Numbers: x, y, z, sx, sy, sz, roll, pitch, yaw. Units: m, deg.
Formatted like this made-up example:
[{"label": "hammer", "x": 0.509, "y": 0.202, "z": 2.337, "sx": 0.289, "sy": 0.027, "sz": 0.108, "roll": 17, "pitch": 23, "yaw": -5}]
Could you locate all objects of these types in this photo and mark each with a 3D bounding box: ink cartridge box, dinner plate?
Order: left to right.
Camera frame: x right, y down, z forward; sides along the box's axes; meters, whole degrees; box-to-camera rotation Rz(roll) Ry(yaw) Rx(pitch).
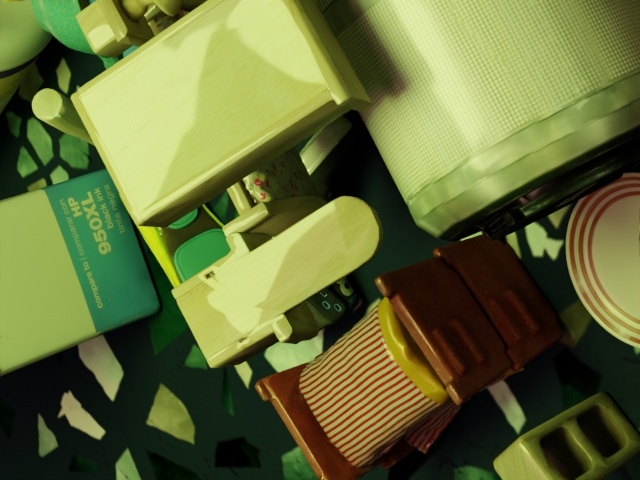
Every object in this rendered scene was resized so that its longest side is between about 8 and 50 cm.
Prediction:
[{"label": "ink cartridge box", "x": -0.408, "y": 0.075, "z": 1.594, "sx": 0.285, "sy": 0.395, "sz": 0.166, "roll": -14, "pitch": 96, "yaw": 45}, {"label": "dinner plate", "x": 0.248, "y": 0.015, "z": 1.215, "sx": 0.141, "sy": 0.017, "sz": 0.141, "roll": 17, "pitch": 116, "yaw": 39}]

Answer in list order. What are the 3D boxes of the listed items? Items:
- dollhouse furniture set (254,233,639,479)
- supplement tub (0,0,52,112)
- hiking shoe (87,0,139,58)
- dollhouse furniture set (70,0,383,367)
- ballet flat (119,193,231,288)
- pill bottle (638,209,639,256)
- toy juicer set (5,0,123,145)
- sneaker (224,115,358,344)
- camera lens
[{"label": "dollhouse furniture set", "x": 0.143, "y": 0.201, "z": 1.288, "sx": 0.374, "sy": 0.152, "sz": 0.201, "roll": 55, "pitch": 134, "yaw": 13}, {"label": "supplement tub", "x": -0.428, "y": -0.191, "z": 1.622, "sx": 0.241, "sy": 0.241, "sz": 0.331, "roll": 57, "pitch": 135, "yaw": 11}, {"label": "hiking shoe", "x": -0.147, "y": -0.213, "z": 1.403, "sx": 0.132, "sy": 0.113, "sz": 0.304, "roll": 44, "pitch": 159, "yaw": 38}, {"label": "dollhouse furniture set", "x": -0.005, "y": -0.077, "z": 1.200, "sx": 0.173, "sy": 0.355, "sz": 0.303, "roll": -31, "pitch": 78, "yaw": 18}, {"label": "ballet flat", "x": -0.129, "y": 0.005, "z": 1.542, "sx": 0.231, "sy": 0.077, "sz": 0.077, "roll": 55, "pitch": 156, "yaw": 17}, {"label": "pill bottle", "x": 0.324, "y": 0.002, "z": 1.018, "sx": 0.219, "sy": 0.122, "sz": 0.123, "roll": 16, "pitch": 116, "yaw": 38}, {"label": "toy juicer set", "x": -0.224, "y": -0.225, "z": 1.456, "sx": 0.089, "sy": 0.209, "sz": 0.329, "roll": -11, "pitch": 102, "yaw": 9}, {"label": "sneaker", "x": 0.000, "y": 0.000, "z": 1.417, "sx": 0.121, "sy": 0.079, "sz": 0.217, "roll": 35, "pitch": 115, "yaw": -3}, {"label": "camera lens", "x": 0.117, "y": -0.152, "z": 1.129, "sx": 0.219, "sy": 0.219, "sz": 0.274, "roll": -33, "pitch": 83, "yaw": 45}]
